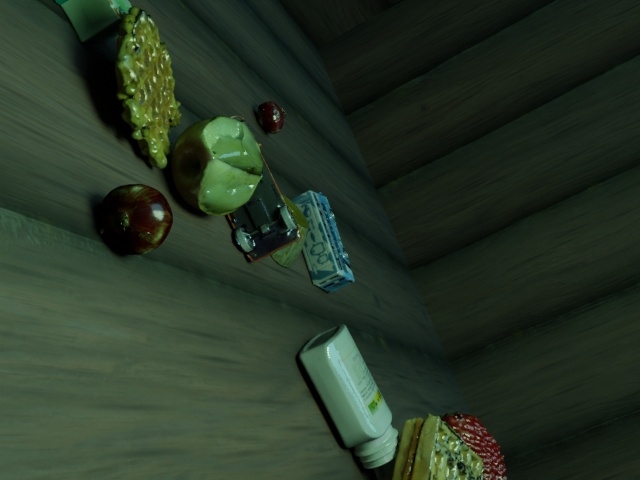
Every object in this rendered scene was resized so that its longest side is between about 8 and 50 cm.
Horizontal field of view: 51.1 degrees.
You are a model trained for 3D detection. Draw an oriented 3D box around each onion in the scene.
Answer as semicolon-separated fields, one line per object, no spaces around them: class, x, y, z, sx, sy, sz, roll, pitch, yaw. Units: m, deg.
onion;-0.156;-0.398;2.155;0.107;0.097;0.107;159;-90;-85
onion;-0.296;-0.037;1.085;0.117;0.119;0.118;66;15;-6

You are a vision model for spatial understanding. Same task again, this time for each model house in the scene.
model house;-0.448;-0.478;1.321;0.149;0.100;0.127;58;16;-12

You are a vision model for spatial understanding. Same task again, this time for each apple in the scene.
apple;-0.222;-0.158;1.397;0.188;0.174;0.207;7;100;-50

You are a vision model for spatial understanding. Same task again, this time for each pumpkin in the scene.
pumpkin;-0.093;-0.046;1.774;0.217;0.110;0.217;48;23;-29

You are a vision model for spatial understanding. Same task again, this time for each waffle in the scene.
waffle;-0.340;-0.302;1.329;0.281;0.058;0.300;74;10;-58
waffle;0.260;0.623;1.524;0.261;0.114;0.376;46;46;-30

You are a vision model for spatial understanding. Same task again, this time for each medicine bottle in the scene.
medicine bottle;0.077;0.375;1.596;0.324;0.124;0.179;61;20;-3

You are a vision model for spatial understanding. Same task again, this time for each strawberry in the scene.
strawberry;0.404;0.661;1.883;0.351;0.267;0.312;51;2;31

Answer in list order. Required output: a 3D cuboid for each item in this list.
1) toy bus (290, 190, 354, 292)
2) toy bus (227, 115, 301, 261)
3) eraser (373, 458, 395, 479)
toy bus;0.000;0.000;1.995;0.131;0.106;0.297;26;42;-60
toy bus;-0.168;-0.123;1.589;0.329;0.143;0.153;63;5;2
eraser;0.223;0.664;1.670;0.290;0.087;0.171;67;14;9
